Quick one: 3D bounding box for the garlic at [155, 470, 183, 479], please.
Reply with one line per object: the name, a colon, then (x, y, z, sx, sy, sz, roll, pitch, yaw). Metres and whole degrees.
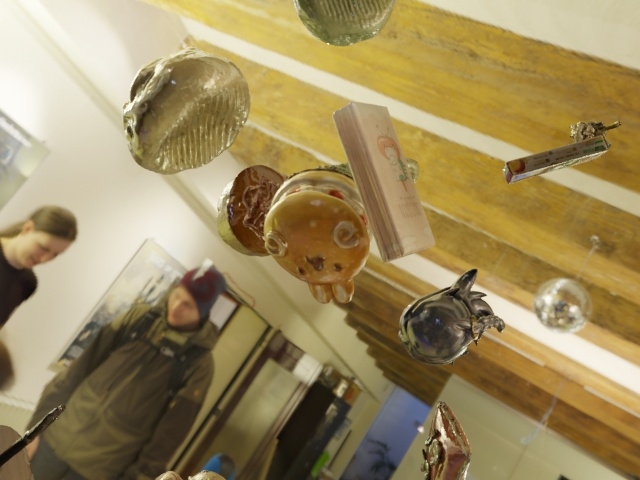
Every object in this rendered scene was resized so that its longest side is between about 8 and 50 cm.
garlic: (-0.346, 0.678, 1.370, 0.110, 0.228, 0.217, -10, -66, 32)

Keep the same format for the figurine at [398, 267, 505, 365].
figurine: (0.305, 0.187, 1.395, 0.175, 0.264, 0.197, 54, -29, 13)

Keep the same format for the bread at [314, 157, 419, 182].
bread: (0.121, -0.139, 1.551, 0.286, 0.056, 0.207, -6, -24, 17)

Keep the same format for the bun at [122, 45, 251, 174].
bun: (-0.218, -0.209, 0.938, 0.133, 0.231, 0.231, 51, -10, 11)

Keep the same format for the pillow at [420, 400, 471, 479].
pillow: (0.241, 0.435, 1.180, 0.075, 0.179, 0.171, 3, 19, -5)

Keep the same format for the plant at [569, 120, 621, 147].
plant: (0.653, -0.255, 1.418, 0.104, 0.116, 0.122, 50, -49, -4)

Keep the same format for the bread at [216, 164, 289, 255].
bread: (-0.175, -0.079, 1.742, 0.270, 0.270, 0.148, 41, -32, -26)

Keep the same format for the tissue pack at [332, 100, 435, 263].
tissue pack: (0.136, -0.124, 1.255, 0.071, 0.326, 0.170, -23, -7, 31)

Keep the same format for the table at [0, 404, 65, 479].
table: (-0.516, 0.408, 0.881, 0.249, 0.318, 0.317, -28, -56, 33)

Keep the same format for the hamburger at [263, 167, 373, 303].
hamburger: (0.000, 0.000, 1.419, 0.260, 0.186, 0.303, 3, -49, 11)

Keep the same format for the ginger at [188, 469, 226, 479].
ginger: (-0.226, 0.748, 1.591, 0.303, 0.155, 0.245, 18, -57, 19)

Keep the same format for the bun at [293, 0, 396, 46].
bun: (0.041, -0.487, 1.192, 0.221, 0.221, 0.108, 36, -11, -5)

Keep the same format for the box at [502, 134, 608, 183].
box: (0.481, -0.167, 1.236, 0.050, 0.206, 0.041, 70, 5, -72)
